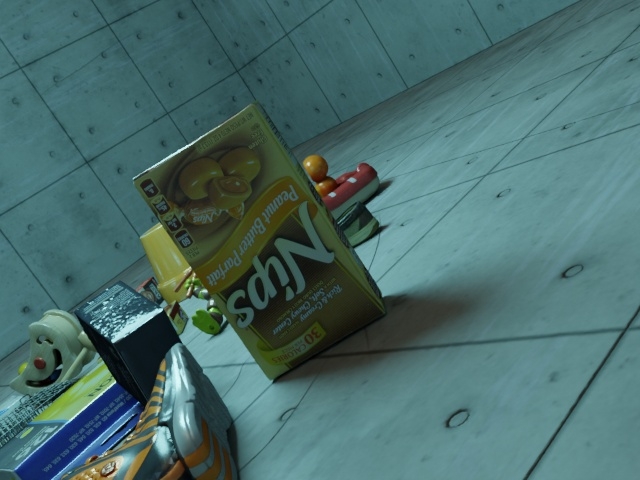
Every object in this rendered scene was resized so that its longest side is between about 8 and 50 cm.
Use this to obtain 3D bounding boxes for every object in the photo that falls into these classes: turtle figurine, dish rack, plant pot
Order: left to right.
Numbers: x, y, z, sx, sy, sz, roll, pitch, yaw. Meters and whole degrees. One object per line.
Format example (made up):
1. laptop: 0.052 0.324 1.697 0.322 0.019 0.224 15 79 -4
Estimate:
1. dish rack: -0.610 0.381 1.514 0.208 0.074 0.271 -20 15 44
2. plant pot: -0.366 0.034 1.989 0.205 0.188 0.205 -32 11 7
3. turtle figurine: -0.185 0.098 1.489 0.269 0.087 0.217 -21 22 15

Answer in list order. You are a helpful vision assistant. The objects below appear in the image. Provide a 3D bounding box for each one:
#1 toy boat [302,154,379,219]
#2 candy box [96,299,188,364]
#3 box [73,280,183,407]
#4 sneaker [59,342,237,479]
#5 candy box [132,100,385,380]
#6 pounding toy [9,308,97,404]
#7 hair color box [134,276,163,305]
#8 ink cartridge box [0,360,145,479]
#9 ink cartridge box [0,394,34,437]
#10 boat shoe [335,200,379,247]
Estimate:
1. toy boat: 0.010 -0.121 1.705 0.231 0.151 0.151 -38 12 -25
2. candy box: -0.381 0.211 1.640 0.186 0.053 0.109 -34 11 4
3. box: -0.280 0.166 1.176 0.093 0.156 0.158 -37 34 -25
4. sneaker: -0.203 0.231 0.877 0.180 0.125 0.321 -33 11 -3
5. candy box: -0.074 0.001 0.994 0.182 0.317 0.087 -31 10 9
6. pounding toy: -0.613 0.263 1.707 0.269 0.154 0.155 -42 7 23
7. hair color box: -0.474 0.160 2.060 0.043 0.072 0.141 -29 13 20
8. ink cartridge box: -0.398 0.299 1.282 0.303 0.072 0.307 -42 12 -38
9. ink cartridge box: -0.719 0.404 1.753 0.088 0.052 0.122 -40 12 -31
10. boat shoe: 0.000 0.000 1.417 0.223 0.073 0.080 -30 12 16
